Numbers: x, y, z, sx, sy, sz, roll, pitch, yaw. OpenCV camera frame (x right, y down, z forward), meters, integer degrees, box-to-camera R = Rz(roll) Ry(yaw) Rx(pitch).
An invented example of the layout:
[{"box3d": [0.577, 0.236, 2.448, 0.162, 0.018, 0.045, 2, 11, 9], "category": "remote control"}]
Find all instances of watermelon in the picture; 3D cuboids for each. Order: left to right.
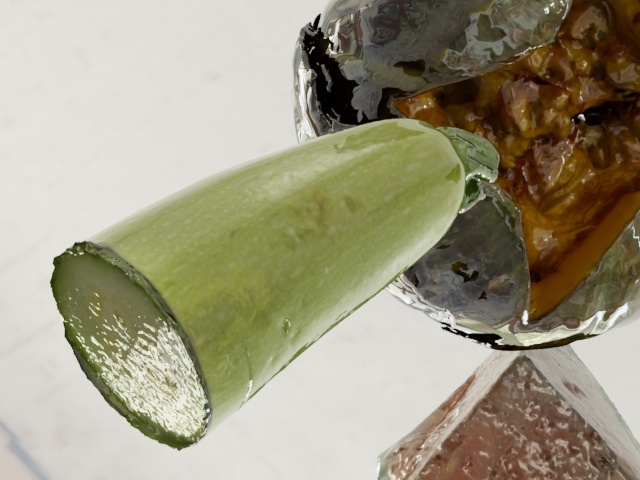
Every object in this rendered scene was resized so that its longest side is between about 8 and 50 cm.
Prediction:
[{"box3d": [0.146, 0.182, 1.447, 0.256, 0.260, 0.176, 39, -10, 50], "category": "watermelon"}]

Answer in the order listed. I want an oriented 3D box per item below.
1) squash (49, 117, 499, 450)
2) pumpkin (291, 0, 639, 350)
[{"box3d": [0.000, 0.000, 0.748, 0.094, 0.224, 0.094, 30, -46, 36], "category": "squash"}, {"box3d": [0.138, -0.084, 1.165, 0.320, 0.320, 0.192, 57, -10, -20], "category": "pumpkin"}]
